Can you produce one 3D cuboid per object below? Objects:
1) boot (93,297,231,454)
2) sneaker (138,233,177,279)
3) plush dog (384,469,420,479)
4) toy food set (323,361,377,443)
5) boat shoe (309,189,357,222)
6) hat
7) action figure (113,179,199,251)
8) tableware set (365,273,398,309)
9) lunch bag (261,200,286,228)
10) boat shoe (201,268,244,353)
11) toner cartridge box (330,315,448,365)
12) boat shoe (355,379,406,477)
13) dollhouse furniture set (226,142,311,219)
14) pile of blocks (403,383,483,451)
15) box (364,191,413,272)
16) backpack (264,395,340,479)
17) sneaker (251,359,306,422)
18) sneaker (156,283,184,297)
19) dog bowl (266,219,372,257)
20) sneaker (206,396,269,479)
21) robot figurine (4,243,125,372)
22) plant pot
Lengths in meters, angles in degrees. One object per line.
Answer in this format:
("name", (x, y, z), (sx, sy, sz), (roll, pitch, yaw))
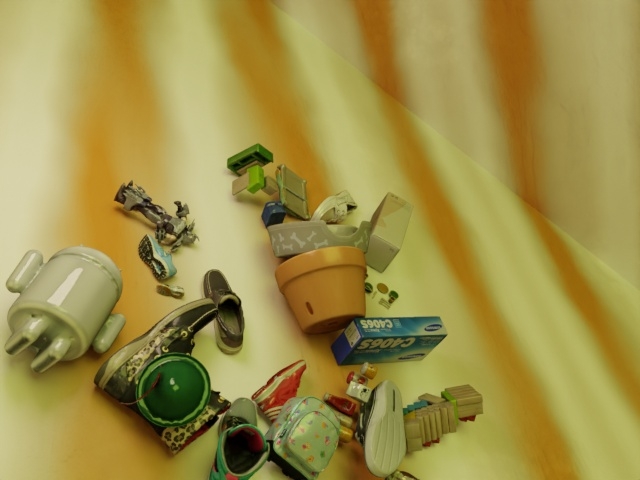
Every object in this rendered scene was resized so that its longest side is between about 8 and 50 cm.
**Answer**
("boot", (-0.339, 0.334, 1.587), (0.284, 0.138, 0.377), (42, 43, 12))
("sneaker", (-0.485, 0.050, 1.864), (0.162, 0.063, 0.073), (55, 24, 20))
("plush dog", (0.161, 0.720, 1.537), (0.226, 0.210, 0.262), (3, 17, -14))
("toy food set", (0.067, 0.445, 1.768), (0.105, 0.111, 0.232), (27, 68, -5))
("boat shoe", (0.061, -0.114, 2.379), (0.096, 0.098, 0.277), (42, 38, 11))
("hat", (-0.327, 0.316, 1.397), (0.173, 0.183, 0.208), (16, 55, -7))
("action figure", (-0.499, -0.074, 1.943), (0.285, 0.099, 0.185), (34, 26, -6))
("tableware set", (0.209, 0.173, 2.240), (0.154, 0.024, 0.104), (37, 38, 5))
("lunch bag", (-0.167, -0.097, 2.198), (0.067, 0.098, 0.065), (-4, 49, -31))
("boat shoe", (-0.275, 0.189, 1.822), (0.103, 0.092, 0.285), (6, 46, -31))
("toner cartridge box", (0.222, 0.318, 1.983), (0.348, 0.165, 0.075), (3, 49, -32))
("boat shoe", (0.158, 0.530, 1.717), (0.121, 0.119, 0.335), (45, 26, -10))
("dollhouse furniture set", (-0.189, -0.187, 2.307), (0.302, 0.151, 0.197), (33, 43, -44))
("pile of blocks", (0.343, 0.549, 1.895), (0.363, 0.149, 0.112), (-12, 99, -32))
("box", (0.251, -0.036, 2.395), (0.121, 0.148, 0.311), (30, 37, -3))
("backpack", (-0.038, 0.493, 1.589), (0.166, 0.144, 0.188), (43, 48, -14))
("sneaker", (-0.090, 0.430, 1.732), (0.221, 0.087, 0.128), (-31, 87, -48))
("sneaker", (-0.438, 0.141, 1.815), (0.083, 0.031, 0.037), (22, 26, -22))
("dog bowl", (0.000, 0.000, 2.051), (0.349, 0.349, 0.102), (0, 86, -35))
("sneaker", (-0.192, 0.475, 1.509), (0.124, 0.178, 0.295), (24, 39, -13))
("robot figurine", (-0.619, 0.151, 1.532), (0.300, 0.200, 0.353), (47, 33, -22))
("plant pot", (0.020, 0.166, 1.935), (0.291, 0.291, 0.203), (1, 66, -35))
